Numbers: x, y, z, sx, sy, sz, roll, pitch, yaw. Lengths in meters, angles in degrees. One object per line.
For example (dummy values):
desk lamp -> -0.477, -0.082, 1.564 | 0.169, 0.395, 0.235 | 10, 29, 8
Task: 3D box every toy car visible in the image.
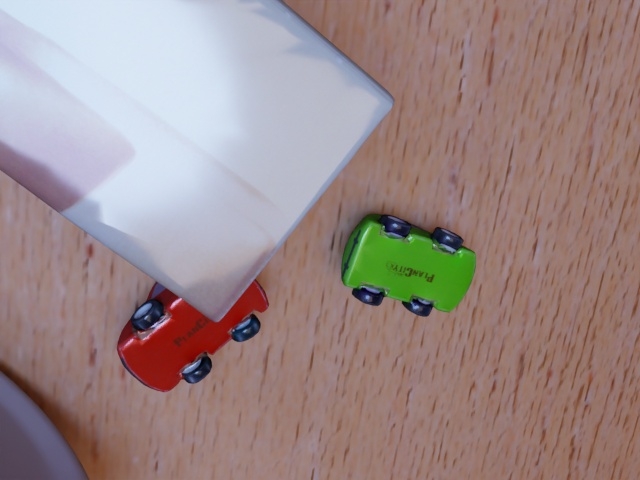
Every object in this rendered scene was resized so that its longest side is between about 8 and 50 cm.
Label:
toy car -> 0.000, 0.000, 0.556 | 0.225, 0.053, 0.239 | 16, 103, -25

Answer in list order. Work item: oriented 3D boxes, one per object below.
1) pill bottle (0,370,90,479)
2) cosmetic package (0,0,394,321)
pill bottle -> -0.310, 0.225, 0.431 | 0.363, 0.210, 0.210 | -45, 118, 0
cosmetic package -> -0.130, -0.110, 0.378 | 0.296, 0.153, 0.129 | 38, 93, -14
